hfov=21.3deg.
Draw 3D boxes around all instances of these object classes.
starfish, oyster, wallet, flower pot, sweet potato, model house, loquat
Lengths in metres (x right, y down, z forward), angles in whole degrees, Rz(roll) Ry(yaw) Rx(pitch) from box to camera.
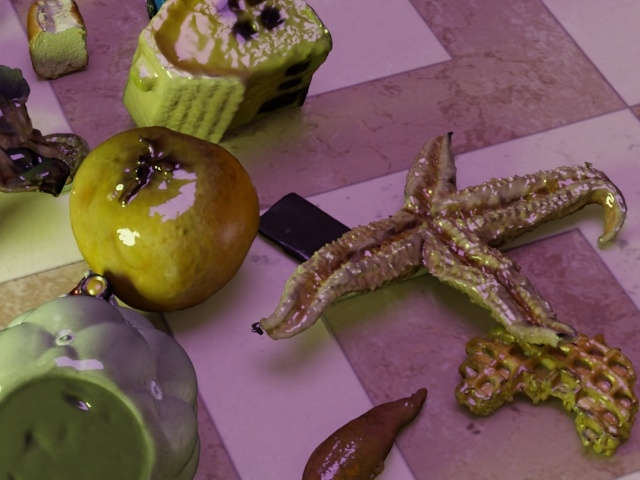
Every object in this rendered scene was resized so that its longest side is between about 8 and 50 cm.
[{"bbox_3d":[0.161,0.022,1.887,0.324,0.082,0.432,20,38,18],"label":"starfish"},{"bbox_3d":[-0.403,-0.149,2.001,0.221,0.096,0.361,11,27,-18],"label":"oyster"},{"bbox_3d":[0.000,0.000,1.960,0.156,0.018,0.082,32,52,25],"label":"wallet"},{"bbox_3d":[-0.232,0.174,1.634,0.246,0.246,0.195,2,14,0],"label":"flower pot"},{"bbox_3d":[0.044,0.207,1.729,0.068,0.068,0.226,29,51,24],"label":"sweet potato"},{"bbox_3d":[-0.135,-0.223,2.028,0.234,0.193,0.175,-23,78,-22],"label":"model house"},{"bbox_3d":[-0.170,-0.031,1.859,0.213,0.213,0.213,1,46,-1],"label":"loquat"}]

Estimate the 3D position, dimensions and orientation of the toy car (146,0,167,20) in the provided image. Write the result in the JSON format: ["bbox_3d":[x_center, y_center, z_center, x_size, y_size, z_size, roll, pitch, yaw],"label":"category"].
[{"bbox_3d":[-0.153,-0.285,2.202,0.103,0.063,0.216,-19,49,-19],"label":"toy car"}]

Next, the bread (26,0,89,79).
[{"bbox_3d":[-0.338,-0.258,2.157,0.076,0.083,0.070,-15,45,-16],"label":"bread"}]

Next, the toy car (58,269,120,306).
[{"bbox_3d":[-0.247,0.116,1.790,0.112,0.112,0.139,-26,60,-6],"label":"toy car"}]

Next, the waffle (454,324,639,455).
[{"bbox_3d":[0.242,0.151,1.799,0.194,0.051,0.149,9,45,6],"label":"waffle"}]

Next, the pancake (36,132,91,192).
[{"bbox_3d":[-0.323,-0.094,2.042,0.108,0.017,0.108,-2,45,2],"label":"pancake"}]
